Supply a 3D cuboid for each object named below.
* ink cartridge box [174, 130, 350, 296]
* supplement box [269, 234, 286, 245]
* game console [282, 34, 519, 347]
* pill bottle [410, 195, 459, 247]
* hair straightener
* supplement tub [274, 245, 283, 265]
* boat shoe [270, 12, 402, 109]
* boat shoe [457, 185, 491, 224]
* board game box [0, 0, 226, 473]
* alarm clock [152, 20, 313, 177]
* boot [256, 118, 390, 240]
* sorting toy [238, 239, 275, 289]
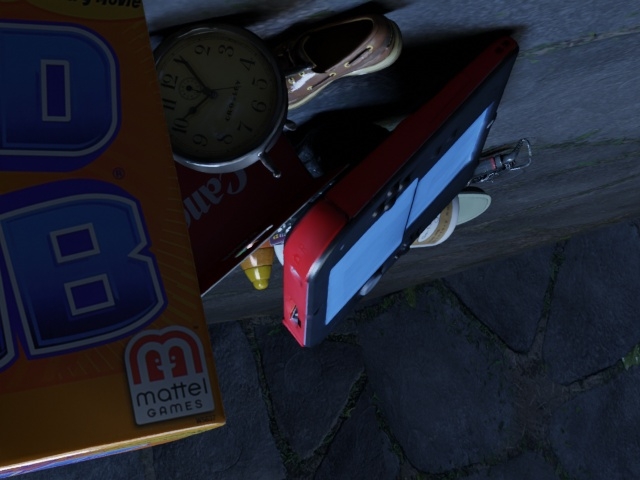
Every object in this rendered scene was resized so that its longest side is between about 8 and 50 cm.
[{"bbox_3d":[-0.163,-0.022,1.363,0.272,0.130,0.309,-21,-163,47],"label":"ink cartridge box"},{"bbox_3d":[0.007,-0.065,1.870,0.081,0.104,0.188,-4,170,-45],"label":"supplement box"},{"bbox_3d":[0.089,-0.040,1.517,0.342,0.060,0.386,-42,168,-14],"label":"game console"},{"bbox_3d":[0.093,-0.050,2.009,0.229,0.131,0.131,-4,170,-42],"label":"pill bottle"},{"bbox_3d":[0.257,-0.118,2.124,0.089,0.047,0.230,-4,165,-44],"label":"hair straightener"},{"bbox_3d":[0.000,0.000,2.189,0.144,0.144,0.200,-12,172,7],"label":"supplement tub"},{"bbox_3d":[-0.013,-0.171,1.232,0.178,0.064,0.060,-20,165,17],"label":"boat shoe"},{"bbox_3d":[0.187,-0.066,2.295,0.228,0.068,0.081,-11,138,-19],"label":"boat shoe"},{"bbox_3d":[-0.315,0.009,0.973,0.356,0.356,0.356,-9,172,-21],"label":"board game box"},{"bbox_3d":[-0.112,-0.131,1.169,0.192,0.129,0.064,17,175,0],"label":"alarm clock"},{"bbox_3d":[-0.081,-0.054,1.659,0.348,0.131,0.260,-24,-172,-38],"label":"boot"},{"bbox_3d":[-0.121,0.010,2.160,0.127,0.126,0.365,-12,173,2],"label":"sorting toy"}]
